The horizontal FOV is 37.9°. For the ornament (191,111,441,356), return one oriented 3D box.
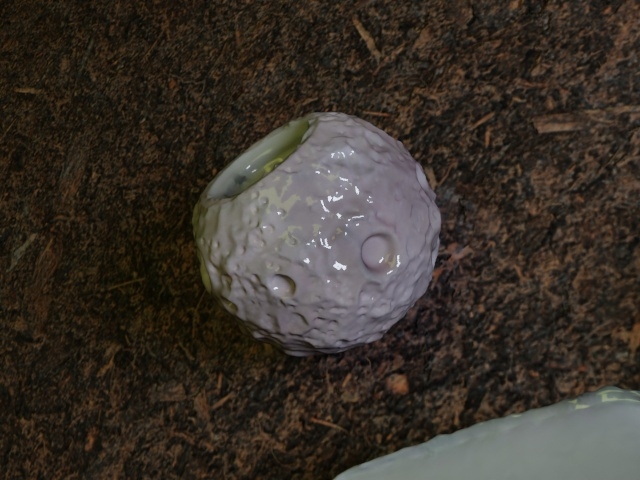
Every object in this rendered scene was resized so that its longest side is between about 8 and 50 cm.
[{"bbox_3d":[0.000,0.000,0.973,0.259,0.225,0.259,-33,20,14],"label":"ornament"}]

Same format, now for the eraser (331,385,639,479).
[{"bbox_3d":[0.185,0.255,0.731,0.331,0.150,0.331,-21,53,31],"label":"eraser"}]
